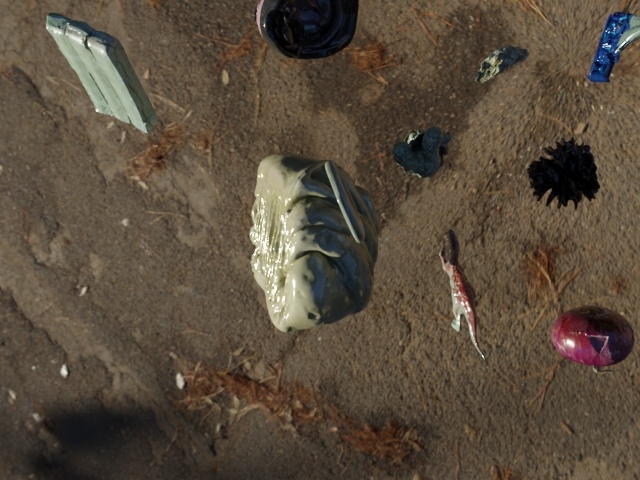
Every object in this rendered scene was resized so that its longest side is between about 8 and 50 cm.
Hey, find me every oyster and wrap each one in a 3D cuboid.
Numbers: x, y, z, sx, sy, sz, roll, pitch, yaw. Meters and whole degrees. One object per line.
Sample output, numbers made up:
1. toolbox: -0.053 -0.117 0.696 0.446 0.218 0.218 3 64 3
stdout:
1. oyster: 0.390 -0.372 1.204 0.037 0.098 0.100 64 143 25

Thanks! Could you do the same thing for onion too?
1. onion: 0.641 0.229 1.317 0.177 0.177 0.153 24 103 16

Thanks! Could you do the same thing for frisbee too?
1. frisbee: 0.033 -0.049 0.694 0.014 0.110 0.110 -23 97 8

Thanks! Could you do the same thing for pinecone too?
1. pinecone: 0.458 -0.124 1.056 0.120 0.140 0.140 -17 99 15

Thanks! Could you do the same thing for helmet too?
1. helmet: -0.045 -0.551 1.354 0.154 0.253 0.198 36 138 33

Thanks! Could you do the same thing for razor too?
1. razor: 0.438 -0.230 0.594 0.324 0.056 0.093 21 91 58

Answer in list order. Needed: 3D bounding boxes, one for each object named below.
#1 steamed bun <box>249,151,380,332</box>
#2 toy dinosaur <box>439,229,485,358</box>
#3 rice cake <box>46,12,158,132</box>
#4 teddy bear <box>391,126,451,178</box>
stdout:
1. steamed bun: 0.000 0.000 1.127 0.352 0.247 0.339 32 120 59
2. toy dinosaur: 0.297 0.118 1.151 0.053 0.242 0.167 -8 141 0
3. rice cake: -0.339 -0.261 0.880 0.124 0.038 0.211 24 159 6
4. teddy bear: 0.238 -0.198 1.269 0.133 0.213 0.111 -19 100 17
